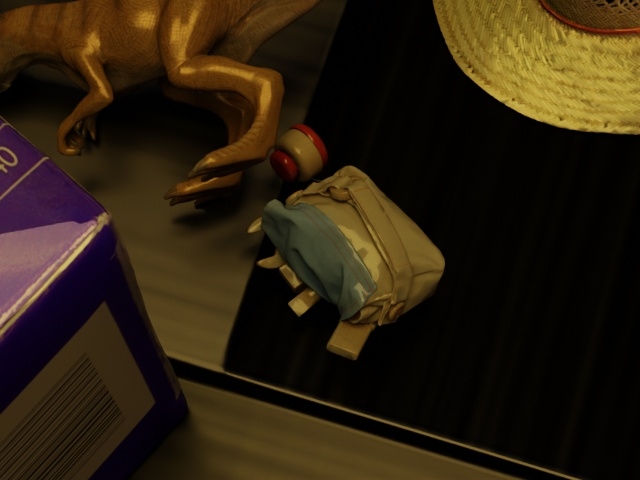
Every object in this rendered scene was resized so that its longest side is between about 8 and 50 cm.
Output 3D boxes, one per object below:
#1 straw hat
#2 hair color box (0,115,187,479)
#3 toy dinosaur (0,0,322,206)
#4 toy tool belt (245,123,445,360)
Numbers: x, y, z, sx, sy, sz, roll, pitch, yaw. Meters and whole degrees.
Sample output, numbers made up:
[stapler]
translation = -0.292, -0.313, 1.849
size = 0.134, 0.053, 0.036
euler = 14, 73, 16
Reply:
[straw hat]
translation = 0.115, -0.111, 0.556
size = 0.144, 0.061, 0.144
euler = -1, 68, 2
[hair color box]
translation = -0.204, -0.042, 0.471
size = 0.339, 0.185, 0.110
euler = 38, 74, 14
[toy dinosaur]
translation = -0.038, -0.077, 0.525
size = 0.211, 0.064, 0.112
euler = -16, 82, 9
[toy tool belt]
translation = 0.000, 0.000, 0.520
size = 0.051, 0.052, 0.083
euler = -37, 71, -21
